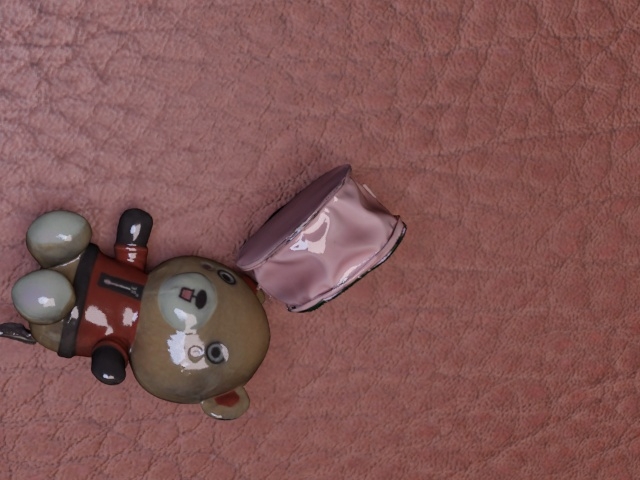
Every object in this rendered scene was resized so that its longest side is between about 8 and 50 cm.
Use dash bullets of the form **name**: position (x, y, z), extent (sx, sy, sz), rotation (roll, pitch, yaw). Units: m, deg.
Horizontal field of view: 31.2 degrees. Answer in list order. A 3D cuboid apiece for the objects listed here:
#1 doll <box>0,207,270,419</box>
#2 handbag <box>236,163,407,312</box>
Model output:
- **doll**: position (-0.224, 0.096, 1.417), extent (0.329, 0.235, 0.174), rotation (18, 138, -14)
- **handbag**: position (0.001, 0.001, 1.475), extent (0.205, 0.179, 0.116), rotation (-43, 104, -10)
